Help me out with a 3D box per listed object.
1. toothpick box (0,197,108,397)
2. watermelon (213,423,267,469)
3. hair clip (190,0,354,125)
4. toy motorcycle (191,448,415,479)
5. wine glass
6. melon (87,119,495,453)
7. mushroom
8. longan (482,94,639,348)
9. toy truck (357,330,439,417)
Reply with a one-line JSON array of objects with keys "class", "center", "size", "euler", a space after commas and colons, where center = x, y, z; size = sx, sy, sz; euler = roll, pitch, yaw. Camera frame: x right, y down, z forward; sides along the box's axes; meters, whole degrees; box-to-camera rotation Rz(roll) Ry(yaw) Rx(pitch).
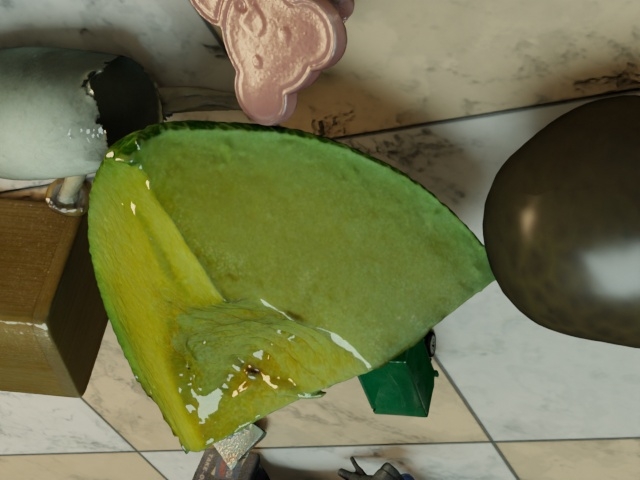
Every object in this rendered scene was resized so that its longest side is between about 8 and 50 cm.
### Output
[{"class": "toothpick box", "center": [-0.379, 0.048, 1.266], "size": [0.308, 0.188, 0.190], "euler": [4, 142, 10]}, {"class": "watermelon", "center": [-0.109, 0.243, 1.511], "size": [0.085, 0.061, 0.085], "euler": [4, 147, 2]}, {"class": "hair clip", "center": [-0.046, -0.168, 0.900], "size": [0.138, 0.102, 0.123], "euler": [34, 138, -22]}, {"class": "toy motorcycle", "center": [0.029, 0.348, 1.546], "size": [0.358, 0.125, 0.213], "euler": [-1, 138, 26]}, {"class": "wine glass", "center": [-0.240, -0.105, 1.052], "size": [0.204, 0.111, 0.111], "euler": [1, 142, 27]}, {"class": "melon", "center": [-0.065, 0.057, 1.068], "size": [0.331, 0.226, 0.343], "euler": [10, 163, -24]}, {"class": "mushroom", "center": [-0.158, -0.090, 1.108], "size": [0.068, 0.043, 0.306], "euler": [20, 147, -37]}, {"class": "longan", "center": [0.228, -0.013, 0.932], "size": [0.212, 0.198, 0.198], "euler": [8, 144, 18]}, {"class": "toy truck", "center": [0.069, 0.100, 1.235], "size": [0.065, 0.079, 0.147], "euler": [1, 140, 21]}]
